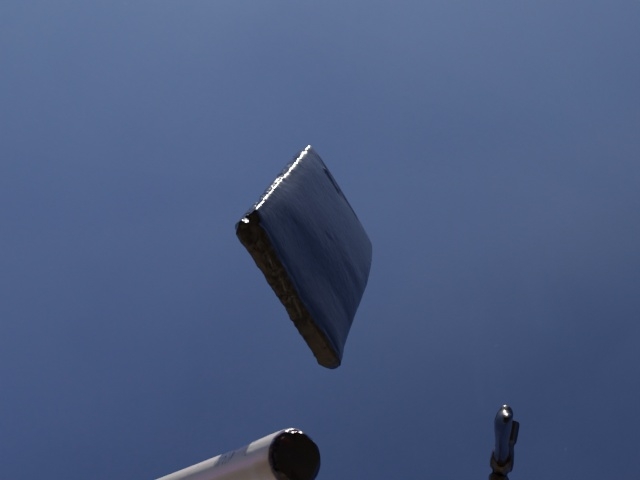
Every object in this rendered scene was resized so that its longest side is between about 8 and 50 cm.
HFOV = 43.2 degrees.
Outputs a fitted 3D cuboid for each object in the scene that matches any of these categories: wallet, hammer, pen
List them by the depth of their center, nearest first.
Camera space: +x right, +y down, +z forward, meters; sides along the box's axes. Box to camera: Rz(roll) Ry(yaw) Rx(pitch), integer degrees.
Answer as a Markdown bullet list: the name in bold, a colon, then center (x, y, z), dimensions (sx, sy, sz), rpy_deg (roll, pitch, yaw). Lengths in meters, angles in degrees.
- **pen**: center (-0.083, 0.152, 0.484), dimensions (0.269, 0.033, 0.033), rpy_deg (-34, -105, 48)
- **wallet**: center (0.001, 0.000, 0.646), dimensions (0.025, 0.244, 0.124), rpy_deg (-28, -79, 16)
- **hammer**: center (0.150, 0.161, 0.669), dimensions (0.021, 0.178, 0.065), rpy_deg (9, -114, 17)
